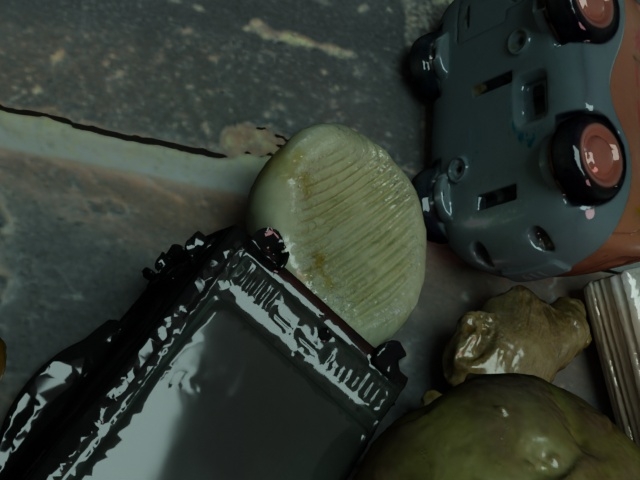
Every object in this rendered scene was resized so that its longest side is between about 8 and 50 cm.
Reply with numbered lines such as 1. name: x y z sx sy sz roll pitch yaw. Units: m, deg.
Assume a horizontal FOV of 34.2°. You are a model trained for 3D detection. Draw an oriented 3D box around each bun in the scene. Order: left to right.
1. bun: 0.000 0.000 0.823 0.183 0.102 0.184 15 68 -43

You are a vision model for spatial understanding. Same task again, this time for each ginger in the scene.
1. ginger: 0.165 0.108 0.898 0.137 0.074 0.213 51 62 -27

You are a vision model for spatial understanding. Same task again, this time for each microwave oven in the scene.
1. microwave oven: -0.094 0.134 0.694 0.188 0.178 0.247 45 60 -13

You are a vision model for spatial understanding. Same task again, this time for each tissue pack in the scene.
1. tissue pack: 0.357 0.179 0.977 0.170 0.071 0.326 -8 82 -35

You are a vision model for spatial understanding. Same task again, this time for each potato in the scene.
1. potato: 0.145 0.216 0.688 0.288 0.300 0.237 39 48 -57

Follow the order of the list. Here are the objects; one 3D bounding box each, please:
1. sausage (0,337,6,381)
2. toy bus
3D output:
1. sausage: -0.299 0.149 0.628 0.109 0.109 0.271 42 62 -12
2. toy bus: 0.220 -0.100 0.921 0.232 0.194 0.288 13 70 -33
